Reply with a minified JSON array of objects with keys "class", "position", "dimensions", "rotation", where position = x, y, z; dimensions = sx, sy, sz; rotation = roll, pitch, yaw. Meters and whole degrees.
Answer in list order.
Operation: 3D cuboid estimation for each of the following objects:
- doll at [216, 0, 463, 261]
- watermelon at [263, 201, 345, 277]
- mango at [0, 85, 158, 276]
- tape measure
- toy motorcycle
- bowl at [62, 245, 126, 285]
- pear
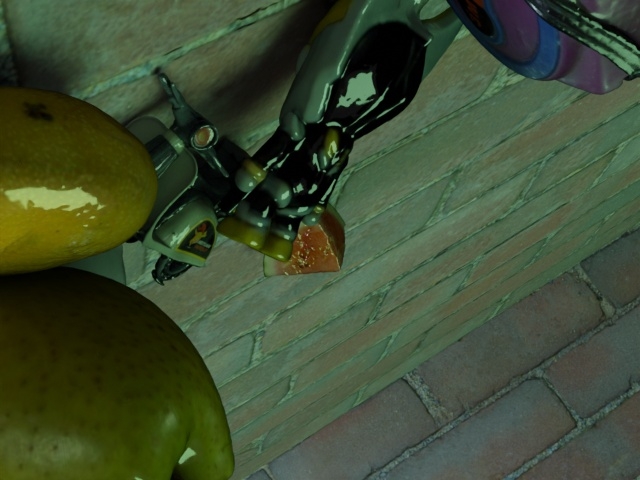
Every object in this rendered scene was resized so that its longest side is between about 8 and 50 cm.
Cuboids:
[{"class":"doll","position":[0.023,-0.123,0.921],"dimensions":[0.145,0.103,0.316],"rotation":[30,93,-34]},{"class":"watermelon","position":[0.000,0.000,1.282],"dimensions":[0.135,0.094,0.125],"rotation":[-23,151,-49]},{"class":"mango","position":[-0.237,-0.041,0.696],"dimensions":[0.262,0.109,0.157],"rotation":[3,148,-35]},{"class":"tape measure","position":[0.177,-0.231,0.765],"dimensions":[0.149,0.245,0.231],"rotation":[-36,147,-4]},{"class":"toy motorcycle","position":[-0.139,-0.045,0.917],"dimensions":[0.157,0.091,0.263],"rotation":[-46,164,3]},{"class":"bowl","position":[-0.259,0.081,1.010],"dimensions":[0.189,0.086,0.189],"rotation":[-32,162,-12]},{"class":"pear","position":[-0.262,0.113,0.806],"dimensions":[0.386,0.191,0.340],"rotation":[-2,-173,25]}]
